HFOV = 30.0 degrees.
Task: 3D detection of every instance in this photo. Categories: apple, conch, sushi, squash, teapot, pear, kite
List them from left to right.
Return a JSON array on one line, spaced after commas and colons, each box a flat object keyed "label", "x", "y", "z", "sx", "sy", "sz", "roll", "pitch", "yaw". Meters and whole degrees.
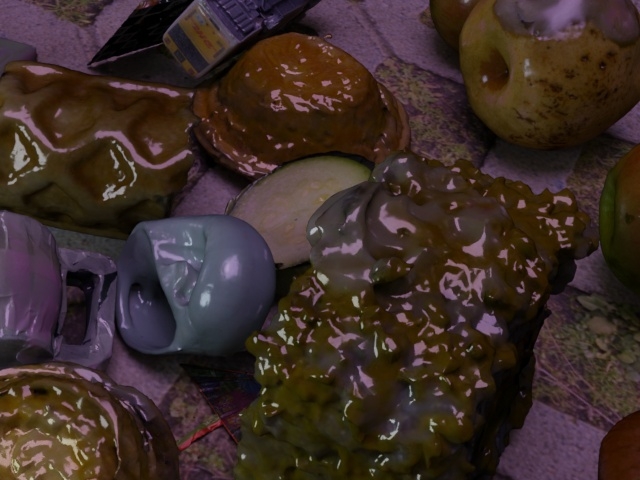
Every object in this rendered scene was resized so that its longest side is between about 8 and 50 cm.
[{"label": "teapot", "x": -0.340, "y": 0.085, "z": 1.303, "sx": 0.163, "sy": 0.221, "sz": 0.178, "roll": -30, "pitch": 56, "yaw": 23}, {"label": "sushi", "x": -0.254, "y": -0.319, "z": 1.725, "sx": 0.139, "sy": 0.201, "sz": 0.031, "roll": -24, "pitch": 88, "yaw": -35}, {"label": "conch", "x": -0.143, "y": 0.056, "z": 1.347, "sx": 0.221, "sy": 0.121, "sz": 0.185, "roll": 18, "pitch": 62, "yaw": 45}, {"label": "kite", "x": -0.090, "y": 0.189, "z": 1.298, "sx": 0.159, "sy": 0.010, "sz": 0.190, "roll": -19, "pitch": 46, "yaw": -24}, {"label": "squash", "x": -0.013, "y": -0.005, "z": 1.479, "sx": 0.220, "sy": 0.133, "sz": 0.220, "roll": -8, "pitch": 42, "yaw": 7}, {"label": "sushi", "x": 0.092, "y": 0.110, "z": 1.153, "sx": 0.240, "sy": 0.351, "sz": 0.396, "roll": 22, "pitch": 45, "yaw": 16}, {"label": "apple", "x": 0.260, "y": -0.376, "z": 1.852, "sx": 0.196, "sy": 0.196, "sz": 0.196, "roll": 4, "pitch": 41, "yaw": -4}, {"label": "pear", "x": 0.332, "y": -0.256, "z": 1.686, "sx": 0.271, "sy": 0.271, "sz": 0.271, "roll": 4, "pitch": 41, "yaw": -4}, {"label": "apple", "x": 0.455, "y": -0.034, "z": 1.454, "sx": 0.226, "sy": 0.246, "sz": 0.246, "roll": -5, "pitch": 41, "yaw": 9}]

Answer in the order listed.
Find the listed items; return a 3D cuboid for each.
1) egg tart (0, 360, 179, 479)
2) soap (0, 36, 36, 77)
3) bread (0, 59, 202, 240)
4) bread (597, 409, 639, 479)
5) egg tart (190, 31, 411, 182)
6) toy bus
[{"label": "egg tart", "x": -0.272, "y": 0.225, "z": 1.142, "sx": 0.279, "sy": 0.095, "sz": 0.279, "roll": 4, "pitch": 54, "yaw": -5}, {"label": "soap", "x": -0.494, "y": -0.179, "z": 1.557, "sx": 0.182, "sy": 0.138, "sz": 0.199, "roll": 20, "pitch": 43, "yaw": 13}, {"label": "bread", "x": -0.281, "y": -0.109, "z": 1.466, "sx": 0.252, "sy": 0.238, "sz": 0.196, "roll": 9, "pitch": 75, "yaw": -8}, {"label": "bread", "x": 0.398, "y": 0.293, "z": 1.136, "sx": 0.312, "sy": 0.172, "sz": 0.312, "roll": 5, "pitch": 46, "yaw": -5}, {"label": "egg tart", "x": -0.025, "y": -0.190, "z": 1.647, "sx": 0.319, "sy": 0.128, "sz": 0.319, "roll": 4, "pitch": 44, "yaw": -4}, {"label": "toy bus", "x": -0.094, "y": -0.341, "z": 1.755, "sx": 0.097, "sy": 0.138, "sz": 0.342, "roll": 49, "pitch": 33, "yaw": -4}]
